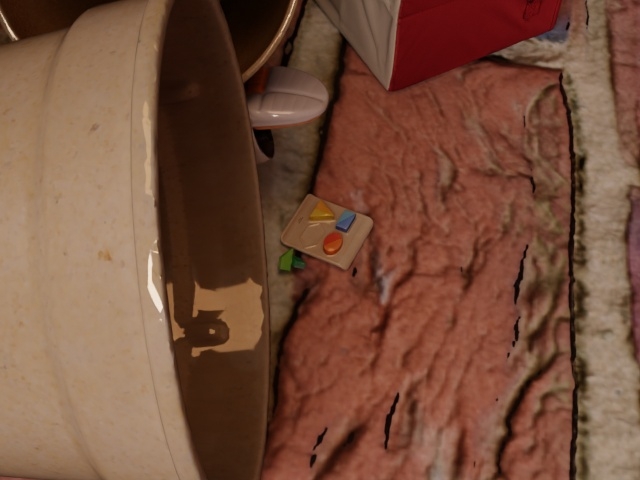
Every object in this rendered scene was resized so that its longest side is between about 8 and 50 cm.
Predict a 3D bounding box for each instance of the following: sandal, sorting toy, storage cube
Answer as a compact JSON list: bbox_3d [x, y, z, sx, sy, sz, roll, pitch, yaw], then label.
[{"bbox_3d":[-0.115,-0.088,0.841,0.265,0.076,0.102,-3,29,17],"label":"sandal"},{"bbox_3d":[0.000,0.000,0.817,0.062,0.012,0.083,24,55,12],"label":"sorting toy"},{"bbox_3d":[0.105,-0.287,0.934,0.193,0.183,0.215,-24,60,-19],"label":"storage cube"}]

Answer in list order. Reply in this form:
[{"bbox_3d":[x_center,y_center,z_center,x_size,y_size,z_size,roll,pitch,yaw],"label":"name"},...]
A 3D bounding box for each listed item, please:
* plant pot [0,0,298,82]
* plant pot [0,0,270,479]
[{"bbox_3d":[-0.124,-0.247,0.843,0.237,0.237,0.254,7,19,0],"label":"plant pot"},{"bbox_3d":[-0.207,0.017,0.625,0.305,0.334,0.334,-5,54,5],"label":"plant pot"}]
